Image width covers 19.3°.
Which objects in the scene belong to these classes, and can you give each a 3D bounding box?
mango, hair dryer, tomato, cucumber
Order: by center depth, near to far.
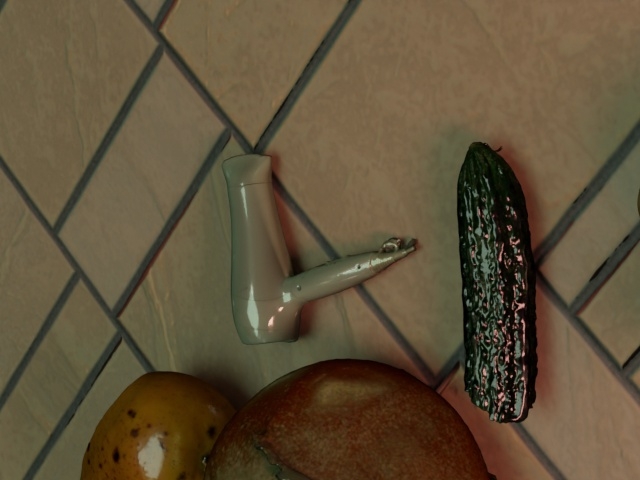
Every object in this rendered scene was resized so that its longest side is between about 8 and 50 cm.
[{"bbox_3d":[0.171,0.039,1.803,0.077,0.077,0.265,5,101,42],"label":"cucumber"},{"bbox_3d":[0.017,0.273,1.874,0.303,0.239,0.303,15,112,41],"label":"tomato"},{"bbox_3d":[0.000,0.000,1.970,0.237,0.075,0.206,-8,86,35],"label":"hair dryer"},{"bbox_3d":[-0.182,0.277,2.119,0.191,0.160,0.290,49,131,14],"label":"mango"}]

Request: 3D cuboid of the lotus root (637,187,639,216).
[{"bbox_3d":[0.355,-0.057,1.583,0.221,0.125,0.118,-47,41,43],"label":"lotus root"}]
